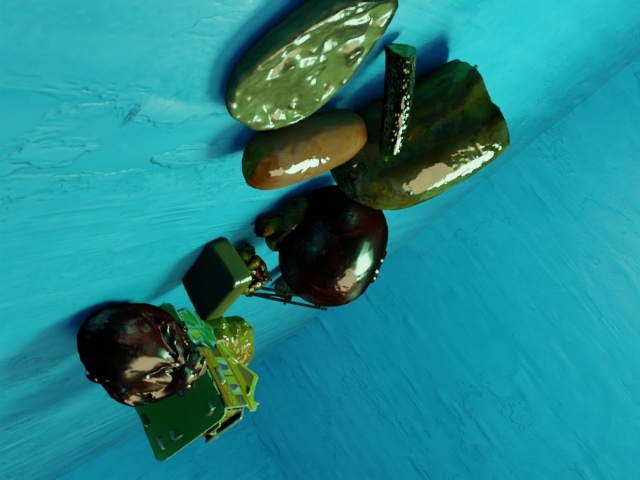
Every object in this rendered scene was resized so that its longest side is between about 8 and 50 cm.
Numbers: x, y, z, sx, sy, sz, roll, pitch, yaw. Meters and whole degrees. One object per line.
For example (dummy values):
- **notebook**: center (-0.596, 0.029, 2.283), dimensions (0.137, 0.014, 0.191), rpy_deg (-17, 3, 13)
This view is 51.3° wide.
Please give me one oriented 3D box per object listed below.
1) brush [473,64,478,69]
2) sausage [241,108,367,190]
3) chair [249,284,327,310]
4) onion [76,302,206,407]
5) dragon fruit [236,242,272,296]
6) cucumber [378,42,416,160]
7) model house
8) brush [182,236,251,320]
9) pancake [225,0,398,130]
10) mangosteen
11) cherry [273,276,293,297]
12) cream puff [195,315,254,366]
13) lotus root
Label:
- **brush**: center (0.317, -0.357, 1.595), dimensions (0.043, 0.014, 0.170), rpy_deg (-20, 160, -49)
- **sausage**: center (-0.032, -0.159, 1.161), dimensions (0.259, 0.114, 0.113), rpy_deg (-26, 165, -43)
- **chair**: center (-0.091, 0.132, 2.119), dimensions (0.260, 0.142, 0.154), rpy_deg (11, 161, -2)
- **onion**: center (-0.406, 0.236, 1.448), dimensions (0.281, 0.280, 0.221), rpy_deg (117, -3, -67)
- **dragon fruit**: center (-0.187, 0.071, 1.663), dimensions (0.138, 0.142, 0.175), rpy_deg (-80, -176, -47)
- **cucumber**: center (0.132, -0.237, 1.176), dimensions (0.052, 0.058, 0.215), rpy_deg (-60, 157, -56)
- **model house**: center (-0.335, 0.360, 1.764), dimensions (0.242, 0.358, 0.312), rpy_deg (-39, 158, 11)
- **brush**: center (-0.243, 0.093, 1.529), dimensions (0.059, 0.123, 0.197), rpy_deg (-18, 159, -43)
- **pancake**: center (-0.012, -0.261, 0.959), dimensions (0.294, 0.050, 0.294), rpy_deg (-32, 171, -6)
- **mangosteen**: center (0.015, 0.009, 1.611), dimensions (0.297, 0.293, 0.297), rpy_deg (13, 90, -73)
- **cherry**: center (-0.097, 0.153, 2.274), dimensions (0.106, 0.087, 0.126), rpy_deg (-17, 156, -45)
- **cream puff**: center (-0.321, 0.338, 2.098), dimensions (0.244, 0.244, 0.196), rpy_deg (-36, -156, 3)
- **lotus root**: center (0.187, -0.199, 1.348), dimensions (0.345, 0.251, 0.250), rpy_deg (-27, 168, -6)
